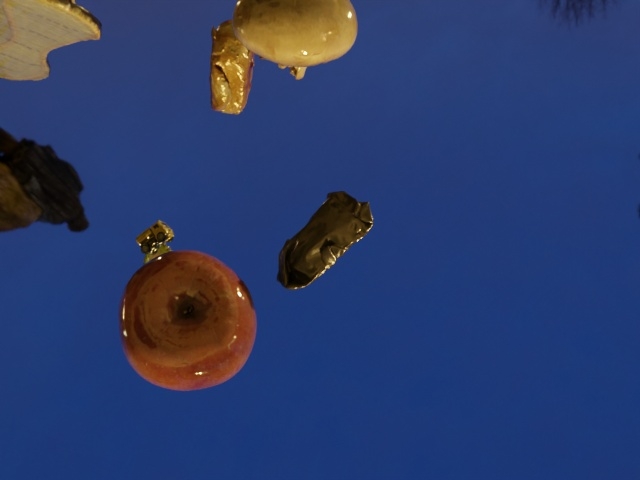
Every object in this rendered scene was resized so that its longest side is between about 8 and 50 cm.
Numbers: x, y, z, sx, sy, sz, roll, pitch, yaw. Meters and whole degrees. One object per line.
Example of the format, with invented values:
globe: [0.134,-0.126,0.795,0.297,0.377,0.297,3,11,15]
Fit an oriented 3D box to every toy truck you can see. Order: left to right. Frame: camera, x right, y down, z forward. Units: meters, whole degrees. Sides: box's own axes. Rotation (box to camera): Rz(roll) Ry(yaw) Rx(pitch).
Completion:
toy truck: [-0.396,-0.009,1.373,0.083,0.049,0.054,-37,-100,6]

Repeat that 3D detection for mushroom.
mushroom: [-0.046,-0.384,1.038,0.227,0.178,0.226,3,-149,-2]

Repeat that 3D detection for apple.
apple: [-0.279,0.172,1.200,0.306,0.235,0.305,4,-118,-7]

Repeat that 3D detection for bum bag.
bum bag: [0.000,0.000,1.417,0.326,0.080,0.142,-43,-118,22]

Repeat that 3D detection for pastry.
pastry: [-0.211,-0.413,1.362,0.100,0.218,0.228,6,-145,-7]

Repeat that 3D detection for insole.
insole: [-0.285,-0.176,0.508,0.349,0.119,0.009,10,-93,50]

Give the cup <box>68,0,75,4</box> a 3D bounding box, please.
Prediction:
cup: [-0.638,-0.560,1.235,0.203,0.203,0.288,-25,-132,1]

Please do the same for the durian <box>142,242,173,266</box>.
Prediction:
durian: [-0.434,0.178,1.529,0.158,0.169,0.351,-16,-118,38]
